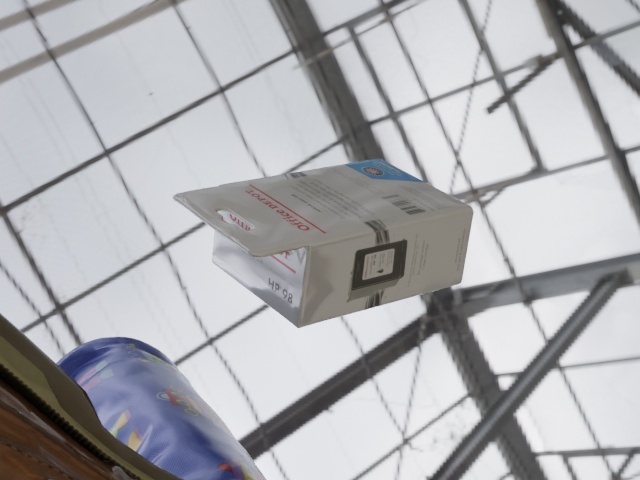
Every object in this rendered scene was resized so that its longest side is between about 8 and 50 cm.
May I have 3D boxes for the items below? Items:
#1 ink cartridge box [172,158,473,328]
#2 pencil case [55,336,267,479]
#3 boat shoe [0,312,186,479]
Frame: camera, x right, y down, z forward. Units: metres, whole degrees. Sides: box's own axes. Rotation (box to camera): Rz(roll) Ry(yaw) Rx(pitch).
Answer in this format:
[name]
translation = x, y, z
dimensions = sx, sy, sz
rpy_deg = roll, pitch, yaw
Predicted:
[ink cartridge box]
translation = 0.000, 0.000, 0.734
dimensions = 0.180, 0.104, 0.060
rpy_deg = -12, -59, -36
[pencil case]
translation = -0.100, 0.157, 0.654
dimensions = 0.119, 0.306, 0.133
rpy_deg = 32, -91, -24
[boat shoe]
translation = -0.074, 0.135, 0.375
dimensions = 0.307, 0.111, 0.104
rpy_deg = 35, -156, -7
